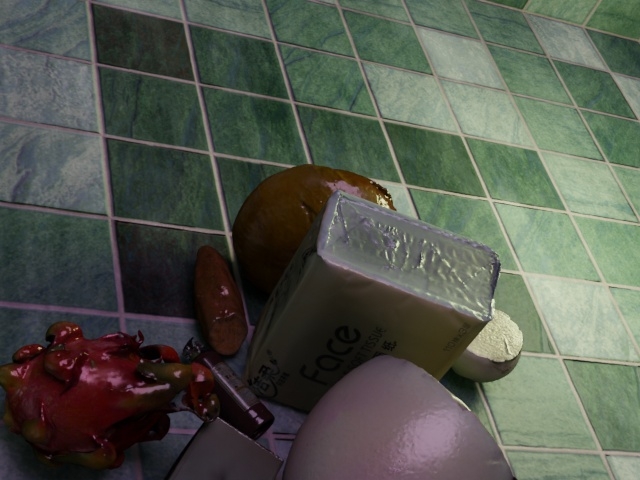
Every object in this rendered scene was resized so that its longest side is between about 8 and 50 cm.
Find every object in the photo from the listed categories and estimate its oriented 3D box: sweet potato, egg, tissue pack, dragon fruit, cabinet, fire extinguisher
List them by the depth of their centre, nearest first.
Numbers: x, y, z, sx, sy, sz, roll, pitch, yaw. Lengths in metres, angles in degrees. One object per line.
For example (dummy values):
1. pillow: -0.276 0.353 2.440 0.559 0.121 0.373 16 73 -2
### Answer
1. dragon fruit: -0.335 0.236 1.663 0.307 0.227 0.243 -26 43 -23
2. cabinet: -0.182 0.411 1.666 0.145 0.150 0.206 34 39 -1
3. egg: 0.085 0.411 1.701 0.340 0.354 0.354 -39 72 -23
4. fire extinguisher: -0.175 0.258 1.909 0.231 0.071 0.099 46 14 21
5. tissue pack: 0.080 0.147 1.910 0.332 0.405 0.205 21 43 -10
6. sweet potato: -0.196 0.104 2.033 0.097 0.097 0.251 7 45 -25

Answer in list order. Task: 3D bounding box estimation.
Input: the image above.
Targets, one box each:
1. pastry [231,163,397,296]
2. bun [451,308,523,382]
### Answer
1. pastry: 0.000 0.000 2.092 0.356 0.356 0.163 18 47 -14
2. bun: 0.325 0.222 2.203 0.173 0.119 0.172 10 44 -10
